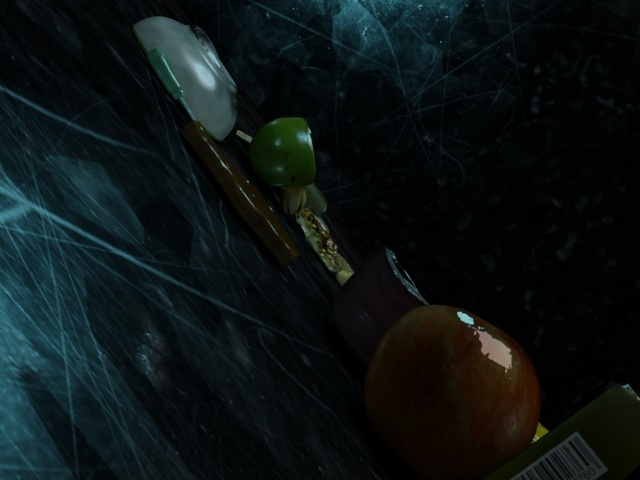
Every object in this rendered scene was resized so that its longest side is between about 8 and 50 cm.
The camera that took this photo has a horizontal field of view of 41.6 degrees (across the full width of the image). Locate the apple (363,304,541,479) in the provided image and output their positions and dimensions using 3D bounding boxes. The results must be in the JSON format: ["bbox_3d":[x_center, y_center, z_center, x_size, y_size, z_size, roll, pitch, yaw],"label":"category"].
[{"bbox_3d":[0.210,0.271,1.376,0.301,0.302,0.301,54,5,-7],"label":"apple"}]

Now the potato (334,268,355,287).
[{"bbox_3d":[0.078,0.108,2.267,0.083,0.068,0.062,40,48,-9],"label":"potato"}]

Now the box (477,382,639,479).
[{"bbox_3d":[0.405,0.441,1.366,0.138,0.373,0.420,57,6,36],"label":"box"}]

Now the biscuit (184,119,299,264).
[{"bbox_3d":[-0.149,-0.087,1.574,0.319,0.047,0.183,52,3,-20],"label":"biscuit"}]

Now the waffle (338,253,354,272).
[{"bbox_3d":[0.080,0.088,2.613,0.092,0.021,0.135,60,6,33],"label":"waffle"}]

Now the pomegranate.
[{"bbox_3d":[-0.103,-0.198,2.167,0.190,0.159,0.240,-108,-168,-45],"label":"pomegranate"}]

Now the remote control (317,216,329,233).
[{"bbox_3d":[-0.070,-0.129,2.549,0.309,0.038,0.090,53,7,-10],"label":"remote control"}]

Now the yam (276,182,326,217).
[{"bbox_3d":[-0.088,-0.173,2.369,0.259,0.106,0.106,53,5,-32],"label":"yam"}]

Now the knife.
[{"bbox_3d":[-0.280,-0.278,1.742,0.260,0.035,0.063,60,-1,-10],"label":"knife"}]

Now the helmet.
[{"bbox_3d":[0.143,0.175,1.685,0.271,0.197,0.338,49,-3,20],"label":"helmet"}]

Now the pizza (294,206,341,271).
[{"bbox_3d":[0.002,-0.002,2.287,0.127,0.058,0.246,49,5,-40],"label":"pizza"}]

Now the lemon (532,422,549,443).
[{"bbox_3d":[0.392,0.483,1.705,0.320,0.245,0.245,47,1,26],"label":"lemon"}]

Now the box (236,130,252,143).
[{"bbox_3d":[-0.189,-0.277,2.366,0.093,0.015,0.058,31,-1,13],"label":"box"}]

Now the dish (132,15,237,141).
[{"bbox_3d":[-0.276,-0.390,1.913,0.324,0.124,0.324,54,6,-8],"label":"dish"}]
